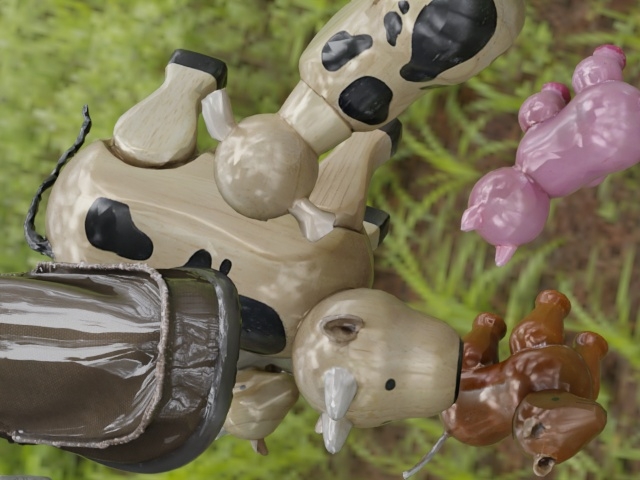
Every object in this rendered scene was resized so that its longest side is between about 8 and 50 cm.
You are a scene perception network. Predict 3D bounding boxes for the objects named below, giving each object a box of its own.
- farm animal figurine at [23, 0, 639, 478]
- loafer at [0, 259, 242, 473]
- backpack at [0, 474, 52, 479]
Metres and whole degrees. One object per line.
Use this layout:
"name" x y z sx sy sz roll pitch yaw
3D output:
"farm animal figurine" 0.000 0.000 0.898 0.326 0.330 0.172 6 41 26
"loafer" -0.114 0.049 0.737 0.220 0.078 0.080 -9 73 49
"backpack" -0.209 0.218 0.805 0.290 0.355 0.273 -36 49 27
